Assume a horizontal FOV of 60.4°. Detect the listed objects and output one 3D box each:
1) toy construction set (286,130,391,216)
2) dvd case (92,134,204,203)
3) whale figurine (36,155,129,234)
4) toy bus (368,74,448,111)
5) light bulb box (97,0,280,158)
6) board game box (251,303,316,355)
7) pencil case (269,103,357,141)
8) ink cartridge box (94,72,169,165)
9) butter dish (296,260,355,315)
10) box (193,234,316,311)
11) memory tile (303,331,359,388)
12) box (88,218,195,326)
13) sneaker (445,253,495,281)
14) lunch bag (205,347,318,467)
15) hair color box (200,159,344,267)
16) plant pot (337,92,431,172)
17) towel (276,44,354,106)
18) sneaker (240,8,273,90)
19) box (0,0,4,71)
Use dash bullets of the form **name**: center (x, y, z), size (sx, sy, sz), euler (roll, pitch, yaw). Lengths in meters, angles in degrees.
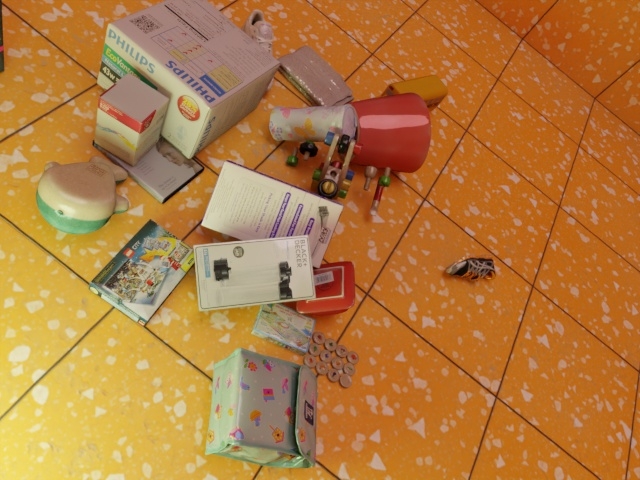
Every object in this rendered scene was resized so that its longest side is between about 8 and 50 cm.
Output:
- **toy construction set**: center (0.062, -0.156, 1.684), size (0.309, 0.257, 0.237), euler (24, 69, -23)
- **dvd case**: center (-0.475, -0.235, 1.540), size (0.253, 0.022, 0.180), euler (40, 50, 0)
- **whale figurine**: center (-0.581, -0.114, 1.358), size (0.216, 0.141, 0.272), euler (27, 27, -11)
- **toy bus**: center (0.328, -0.534, 2.092), size (0.333, 0.130, 0.108), euler (-23, 73, -37)
- **light bulb box**: center (-0.380, -0.493, 1.611), size (0.358, 0.225, 0.361), euler (40, 47, 0)
- **board game box**: center (-0.095, 0.227, 1.451), size (0.154, 0.026, 0.103), euler (26, 52, -12)
- **pencil case**: center (-0.023, -0.367, 1.721), size (0.273, 0.113, 0.124), euler (4, 34, 23)
- **ink cartridge box**: center (-0.500, -0.315, 1.449), size (0.127, 0.176, 0.128), euler (32, 50, -4)
- **butter dish**: center (0.025, 0.150, 1.514), size (0.160, 0.118, 0.159), euler (-9, 49, 11)
- **box**: center (-0.166, 0.080, 1.385), size (0.290, 0.087, 0.169), euler (-4, 84, -12)
- **memory tile**: center (0.031, 0.319, 1.471), size (0.148, 0.012, 0.113), euler (31, 51, -8)
- **box**: center (-0.427, 0.075, 1.356), size (0.159, 0.044, 0.233), euler (36, 50, -4)
- **sneaker**: center (0.506, 0.097, 1.826), size (0.215, 0.084, 0.083), euler (-5, 68, -32)
- **lunch bag**: center (-0.111, 0.391, 1.260), size (0.262, 0.160, 0.223), euler (23, 48, -28)
- **hair color box**: center (-0.129, -0.073, 1.495), size (0.339, 0.110, 0.185), euler (21, 97, -8)
- **plant pot**: center (0.198, -0.361, 1.849), size (0.243, 0.275, 0.274), euler (-4, 63, -19)
- **towel**: center (-0.017, -0.582, 1.990), size (0.282, 0.049, 0.187), euler (45, 50, 4)
- **sneaker**: center (-0.215, -0.644, 1.855), size (0.114, 0.152, 0.305), euler (0, 62, -31)
- **box**: center (-0.891, -0.533, 1.341), size (0.165, 0.270, 0.143), euler (42, 50, 2)
